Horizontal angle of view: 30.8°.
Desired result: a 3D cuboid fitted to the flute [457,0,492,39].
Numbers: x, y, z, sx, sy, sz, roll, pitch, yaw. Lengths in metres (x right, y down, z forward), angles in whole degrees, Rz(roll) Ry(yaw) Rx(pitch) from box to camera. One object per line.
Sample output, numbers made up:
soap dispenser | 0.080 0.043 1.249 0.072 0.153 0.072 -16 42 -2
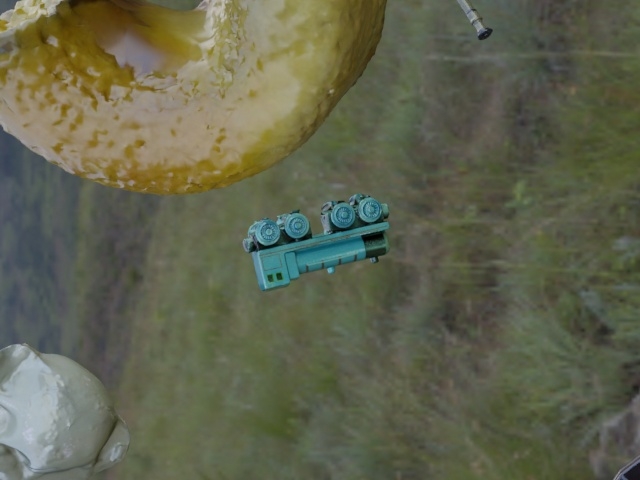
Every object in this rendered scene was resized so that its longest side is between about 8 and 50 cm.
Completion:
flute | 0.199 -0.404 1.798 0.233 0.027 0.027 61 156 23

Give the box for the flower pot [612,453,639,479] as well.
flower pot | 0.532 0.421 1.865 0.179 0.084 0.251 -53 -5 -37

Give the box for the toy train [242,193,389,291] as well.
toy train | 0.000 0.000 0.691 0.029 0.092 0.045 176 81 -75

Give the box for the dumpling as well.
dumpling | -0.380 0.257 1.603 0.193 0.258 0.147 -53 33 -3

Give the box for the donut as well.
donut | -0.127 -0.224 1.017 0.163 0.378 0.435 -77 5 -55
